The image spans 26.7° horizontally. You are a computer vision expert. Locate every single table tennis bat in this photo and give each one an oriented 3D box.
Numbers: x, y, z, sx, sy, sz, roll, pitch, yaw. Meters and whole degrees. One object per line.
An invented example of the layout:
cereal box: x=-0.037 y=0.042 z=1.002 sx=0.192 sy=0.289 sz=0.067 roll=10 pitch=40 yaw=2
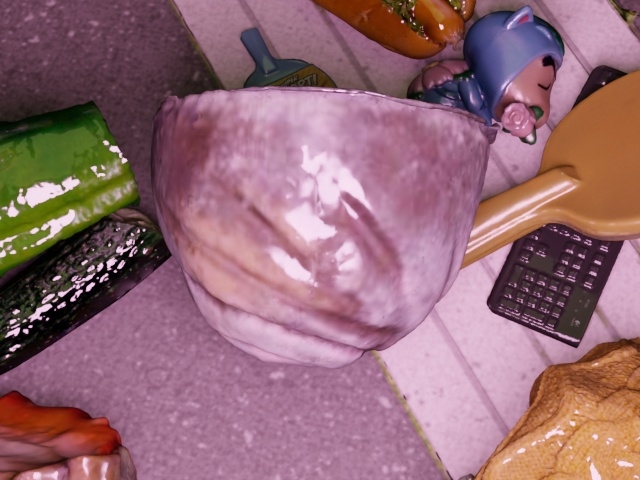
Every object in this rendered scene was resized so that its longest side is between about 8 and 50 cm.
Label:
table tennis bat: x=0.244 y=-0.061 z=1.209 sx=0.321 sy=0.050 sz=0.198 roll=-28 pitch=40 yaw=11
table tennis bat: x=-0.037 y=-0.147 z=1.335 sx=0.100 sy=0.019 sz=0.155 roll=-25 pitch=68 yaw=-9

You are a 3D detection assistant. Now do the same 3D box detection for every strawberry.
strawberry: x=-0.313 y=0.220 z=1.082 sx=0.336 sy=0.265 sz=0.149 roll=9 pitch=105 yaw=30

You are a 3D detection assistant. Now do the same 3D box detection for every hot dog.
hot dog: x=0.024 y=-0.301 z=1.362 sx=0.337 sy=0.100 sz=0.135 roll=39 pitch=71 yaw=19

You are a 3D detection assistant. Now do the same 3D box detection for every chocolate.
chocolate: x=0.000 y=0.000 z=1.132 sx=0.303 sy=0.303 sz=0.213 roll=4 pitch=84 yaw=4

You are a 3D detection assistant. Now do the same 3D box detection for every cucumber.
cucumber: x=-0.242 y=0.053 z=1.213 sx=0.241 sy=0.074 sz=0.074 roll=-38 pitch=68 yaw=-13

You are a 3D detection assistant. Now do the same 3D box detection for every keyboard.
keyboard: x=0.274 y=-0.082 z=1.277 sx=0.103 sy=0.041 sz=0.381 roll=22 pitch=67 yaw=13

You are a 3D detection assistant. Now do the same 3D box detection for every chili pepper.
chili pepper: x=-0.354 y=-0.043 z=1.189 sx=0.385 sy=0.167 sz=0.213 roll=-18 pitch=43 yaw=1

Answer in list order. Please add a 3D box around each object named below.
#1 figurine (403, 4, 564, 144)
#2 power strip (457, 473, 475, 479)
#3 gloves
figurine: x=0.157 y=-0.131 z=1.268 sx=0.178 sy=0.114 sz=0.144 roll=-30 pitch=61 yaw=7
power strip: x=0.096 y=0.308 z=1.082 sx=0.215 sy=0.061 sz=0.145 roll=-42 pitch=69 yaw=-16
gloves: x=0.237 y=0.187 z=1.061 sx=0.203 sy=0.155 sz=0.356 roll=50 pitch=52 yaw=-1
